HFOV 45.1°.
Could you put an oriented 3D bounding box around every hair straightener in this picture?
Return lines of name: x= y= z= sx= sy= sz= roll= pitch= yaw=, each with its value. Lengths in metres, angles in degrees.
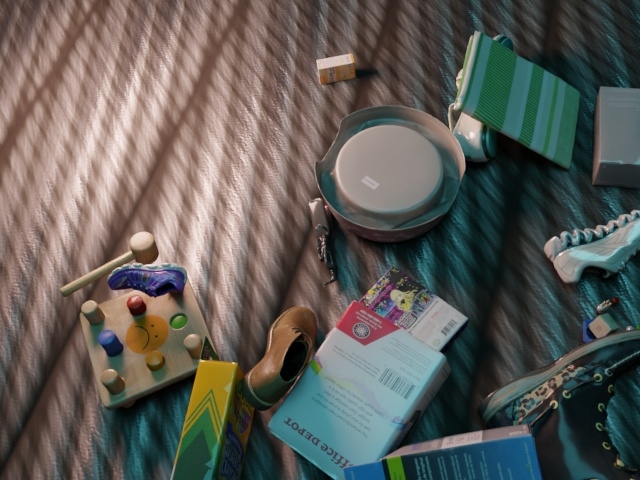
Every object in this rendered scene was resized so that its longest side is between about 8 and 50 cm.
hair straightener: x=0.000 y=0.000 z=1.773 sx=0.047 sy=0.089 sz=0.230 roll=-16 pitch=59 yaw=19

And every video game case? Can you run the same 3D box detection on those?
video game case: x=0.164 y=0.194 z=1.656 sx=0.210 sy=0.041 sz=0.232 roll=36 pitch=69 yaw=24

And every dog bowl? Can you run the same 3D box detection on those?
dog bowl: x=0.160 y=-0.150 z=1.813 sx=0.349 sy=0.102 sz=0.348 roll=-1 pitch=61 yaw=3

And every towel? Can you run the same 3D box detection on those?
towel: x=0.480 y=-0.339 z=1.861 sx=0.325 sy=0.038 sz=0.247 roll=25 pitch=62 yaw=-15

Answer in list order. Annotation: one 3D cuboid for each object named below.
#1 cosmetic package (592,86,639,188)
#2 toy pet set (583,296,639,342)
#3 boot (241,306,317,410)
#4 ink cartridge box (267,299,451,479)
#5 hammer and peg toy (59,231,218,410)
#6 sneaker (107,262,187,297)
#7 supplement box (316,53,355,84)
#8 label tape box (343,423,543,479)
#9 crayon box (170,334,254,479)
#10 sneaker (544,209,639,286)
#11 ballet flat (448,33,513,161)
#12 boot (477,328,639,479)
cosmetic package: x=0.716 y=-0.245 z=1.828 sx=0.127 sy=0.107 sz=0.237 roll=8 pitch=62 yaw=12
toy pet set: x=0.606 y=0.190 z=1.608 sx=0.114 sy=0.065 sz=0.122 roll=-6 pitch=53 yaw=-39
boot: x=-0.050 y=0.218 z=1.565 sx=0.112 sy=0.115 sz=0.305 roll=44 pitch=31 yaw=-8
ink cartridge box: x=0.080 y=0.307 z=1.511 sx=0.226 sy=0.131 sz=0.306 roll=32 pitch=81 yaw=24
hammer and peg toy: x=-0.399 y=0.173 z=1.692 sx=0.266 sy=0.127 sz=0.361 roll=-24 pitch=55 yaw=-8
sneaker: x=-0.367 y=0.089 z=1.627 sx=0.170 sy=0.068 sz=0.071 roll=-5 pitch=61 yaw=5
supplement box: x=0.042 y=-0.459 z=2.067 sx=0.099 sy=0.062 sz=0.036 roll=-11 pitch=59 yaw=1
label tape box: x=0.232 y=0.476 z=1.368 sx=0.334 sy=0.106 sz=0.240 roll=-12 pitch=87 yaw=11
crayon box: x=-0.199 y=0.373 z=1.494 sx=0.083 sy=0.203 sz=0.322 roll=3 pitch=59 yaw=9
sneaker: x=0.645 y=0.014 z=1.680 sx=0.292 sy=0.110 sz=0.118 roll=-19 pitch=65 yaw=5
ballet flat: x=0.391 y=-0.364 z=1.936 sx=0.139 sy=0.139 sz=0.400 roll=10 pitch=60 yaw=13
boot: x=0.524 y=0.352 z=1.455 sx=0.378 sy=0.138 sz=0.284 roll=-23 pitch=57 yaw=-3
